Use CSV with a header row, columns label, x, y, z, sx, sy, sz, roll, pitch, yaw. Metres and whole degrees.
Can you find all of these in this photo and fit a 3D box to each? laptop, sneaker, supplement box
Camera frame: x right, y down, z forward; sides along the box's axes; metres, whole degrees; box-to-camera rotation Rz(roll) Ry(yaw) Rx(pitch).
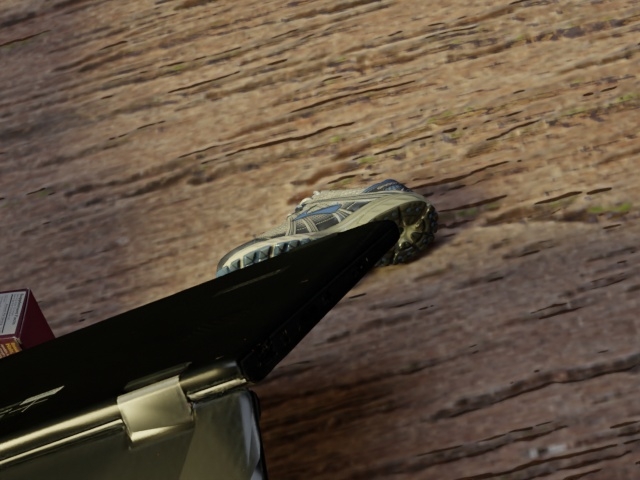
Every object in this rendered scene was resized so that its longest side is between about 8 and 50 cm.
label,x,y,z,sx,sy,sz,roll,pitch,yaw
laptop,-0.140,0.198,0.789,0.382,0.236,0.408,-20,7,20
sneaker,0.000,0.000,1.022,0.135,0.052,0.058,-18,34,-9
supplement box,-0.206,0.064,1.016,0.083,0.055,0.043,-6,44,11
